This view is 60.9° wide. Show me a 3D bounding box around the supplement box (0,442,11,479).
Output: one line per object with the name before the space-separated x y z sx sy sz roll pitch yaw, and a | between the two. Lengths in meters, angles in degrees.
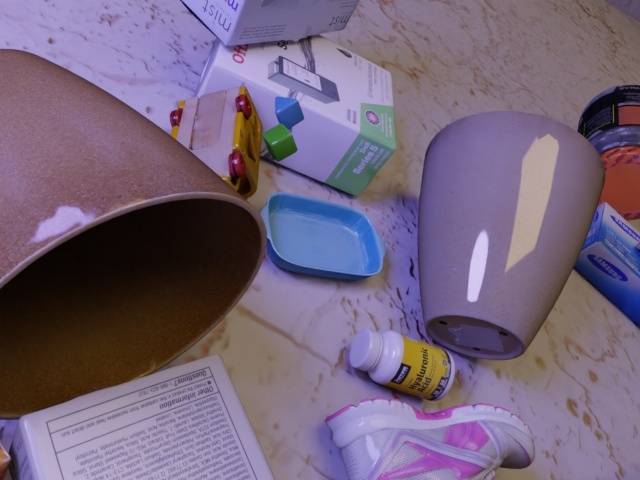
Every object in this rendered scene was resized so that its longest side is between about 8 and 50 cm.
supplement box | -0.313 0.189 0.316 0.080 0.078 0.233 46 44 5

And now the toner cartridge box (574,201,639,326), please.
toner cartridge box | 0.650 0.096 1.067 0.348 0.075 0.165 42 42 0

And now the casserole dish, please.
casserole dish | 0.000 0.000 0.716 0.188 0.037 0.114 11 51 -29

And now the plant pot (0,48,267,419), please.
plant pot | -0.211 -0.035 0.442 0.237 0.237 0.254 -18 60 -43

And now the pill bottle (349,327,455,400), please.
pill bottle | 0.096 0.145 0.646 0.116 0.065 0.065 22 47 -18

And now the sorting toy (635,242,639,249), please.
sorting toy | 0.722 0.067 1.057 0.193 0.038 0.208 -17 68 -43

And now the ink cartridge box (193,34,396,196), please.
ink cartridge box | -0.034 -0.212 0.803 0.272 0.115 0.198 21 46 -19

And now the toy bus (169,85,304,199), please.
toy bus | -0.122 -0.089 0.653 0.202 0.104 0.191 -44 53 -17

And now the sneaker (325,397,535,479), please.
sneaker | 0.125 0.239 0.577 0.252 0.103 0.111 9 56 -21

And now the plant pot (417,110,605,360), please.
plant pot | 0.239 0.013 0.748 0.256 0.256 0.274 29 61 -13

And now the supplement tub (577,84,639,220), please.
supplement tub | 0.693 -0.203 1.240 0.207 0.207 0.338 38 44 -3

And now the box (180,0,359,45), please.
box | -0.026 -0.390 0.700 0.127 0.231 0.262 47 44 11

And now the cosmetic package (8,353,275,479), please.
cosmetic package | -0.096 0.257 0.389 0.160 0.113 0.310 -10 64 -39
